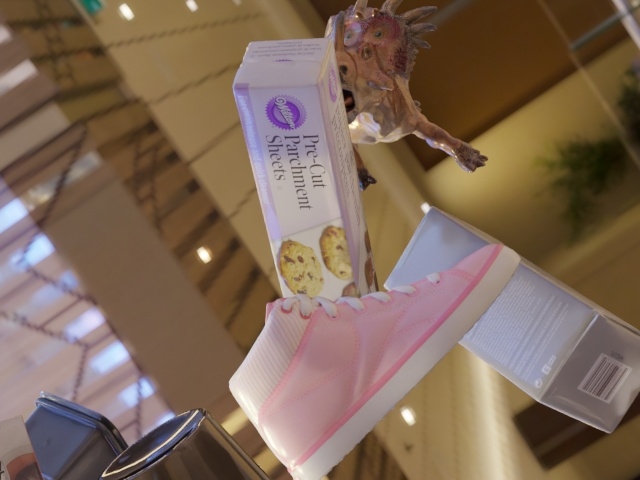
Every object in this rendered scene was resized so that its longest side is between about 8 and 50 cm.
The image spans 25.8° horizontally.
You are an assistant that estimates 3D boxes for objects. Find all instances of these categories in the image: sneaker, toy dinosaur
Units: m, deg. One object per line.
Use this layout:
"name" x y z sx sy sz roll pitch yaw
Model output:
"sneaker" 0.018 0.035 0.590 0.070 0.134 0.051 46 177 7
"toy dinosaur" 0.042 -0.163 1.296 0.296 0.127 0.200 -122 9 -59

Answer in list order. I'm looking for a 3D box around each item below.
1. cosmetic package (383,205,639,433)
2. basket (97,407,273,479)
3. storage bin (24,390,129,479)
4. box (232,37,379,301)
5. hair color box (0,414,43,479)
"cosmetic package" 0.185 0.070 1.302 0.127 0.107 0.238 25 -169 -44
"basket" -0.101 0.289 1.337 0.227 0.204 0.154 56 146 -10
"storage bin" -0.291 0.246 1.584 0.135 0.091 0.098 15 142 40
"box" 0.000 0.000 1.062 0.063 0.067 0.324 -75 -20 -49
"hair color box" -0.310 0.264 1.355 0.167 0.093 0.053 66 154 19
